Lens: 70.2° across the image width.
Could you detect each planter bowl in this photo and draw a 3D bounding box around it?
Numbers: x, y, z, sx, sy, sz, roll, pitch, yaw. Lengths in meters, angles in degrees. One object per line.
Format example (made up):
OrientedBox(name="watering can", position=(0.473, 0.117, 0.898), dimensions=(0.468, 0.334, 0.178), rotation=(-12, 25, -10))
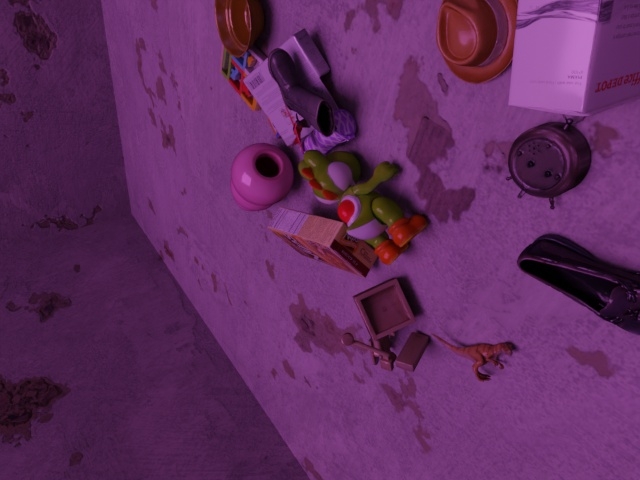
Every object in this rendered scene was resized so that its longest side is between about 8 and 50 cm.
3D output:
OrientedBox(name="planter bowl", position=(-0.232, -0.680, 1.391), dimensions=(0.217, 0.090, 0.217), rotation=(33, 134, 42))

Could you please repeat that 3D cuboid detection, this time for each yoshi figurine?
OrientedBox(name="yoshi figurine", position=(0.110, -0.120, 1.199), dimensions=(0.362, 0.203, 0.203), rotation=(43, -177, 11))

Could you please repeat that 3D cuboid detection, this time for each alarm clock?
OrientedBox(name="alarm clock", position=(0.407, -0.157, 0.803), dimensions=(0.129, 0.064, 0.192), rotation=(44, 137, 32))

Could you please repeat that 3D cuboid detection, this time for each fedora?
OrientedBox(name="fedora", position=(0.271, -0.388, 0.844), dimensions=(0.194, 0.079, 0.195), rotation=(32, 132, 43))

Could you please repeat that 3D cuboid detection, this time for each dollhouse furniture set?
OrientedBox(name="dollhouse furniture set", position=(0.224, 0.326, 1.295), dimensions=(0.151, 0.144, 0.123), rotation=(10, 129, 33))

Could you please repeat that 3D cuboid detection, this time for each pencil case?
OrientedBox(name="pencil case", position=(0.020, -0.283, 1.265), dimensions=(0.088, 0.086, 0.206), rotation=(58, 150, -5))

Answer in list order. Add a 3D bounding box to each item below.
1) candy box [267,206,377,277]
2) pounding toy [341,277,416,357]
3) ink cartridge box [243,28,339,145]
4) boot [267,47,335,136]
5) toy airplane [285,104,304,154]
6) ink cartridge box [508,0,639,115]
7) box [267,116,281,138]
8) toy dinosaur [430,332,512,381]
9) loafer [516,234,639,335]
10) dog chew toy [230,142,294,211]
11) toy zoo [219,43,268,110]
OrientedBox(name="candy box", position=(0.000, 0.000, 1.373), dimensions=(0.316, 0.088, 0.183), rotation=(16, 161, 50))
OrientedBox(name="pounding toy", position=(0.149, 0.229, 1.258), dimensions=(0.094, 0.205, 0.181), rotation=(92, 154, -86))
OrientedBox(name="ink cartridge box", position=(-0.073, -0.427, 1.314), dimensions=(0.275, 0.060, 0.239), rotation=(-14, 117, 50))
OrientedBox(name="boot", position=(-0.048, -0.377, 1.159), dimensions=(0.209, 0.076, 0.190), rotation=(56, 176, 48))
OrientedBox(name="toy airplane", position=(-0.064, -0.292, 1.254), dimensions=(0.151, 0.028, 0.151), rotation=(163, 90, -79))
OrientedBox(name="ink cartridge box", position=(0.370, -0.331, 0.615), dimensions=(0.117, 0.207, 0.283), rotation=(27, 129, 47))
OrientedBox(name="box", position=(-0.122, -0.396, 1.456), dimensions=(0.081, 0.028, 0.136), rotation=(63, 149, 9))
OrientedBox(name="toy dinosaur", position=(0.379, 0.280, 1.111), dimensions=(0.211, 0.064, 0.113), rotation=(-13, 80, 48))
OrientedBox(name="loafer", position=(0.489, 0.093, 0.794), dimensions=(0.302, 0.095, 0.109), rotation=(36, 136, 40))
OrientedBox(name="dog chew toy", position=(-0.218, -0.194, 1.565), dimensions=(0.207, 0.206, 0.332), rotation=(65, 155, 5))
OrientedBox(name="toy zoo", position=(-0.251, -0.575, 1.533), dimensions=(0.293, 0.030, 0.192), rotation=(52, 144, 24))
